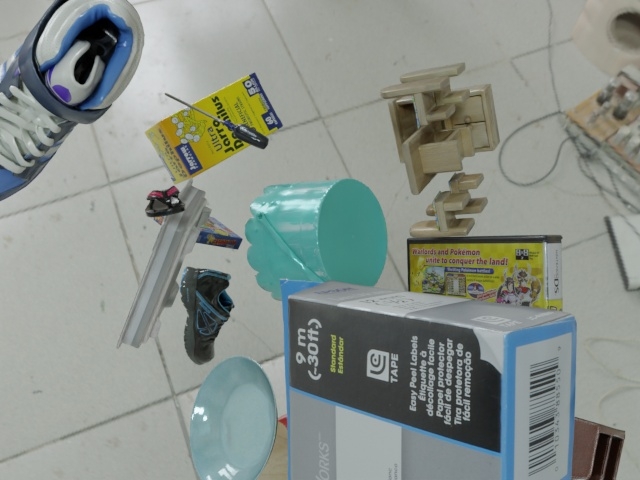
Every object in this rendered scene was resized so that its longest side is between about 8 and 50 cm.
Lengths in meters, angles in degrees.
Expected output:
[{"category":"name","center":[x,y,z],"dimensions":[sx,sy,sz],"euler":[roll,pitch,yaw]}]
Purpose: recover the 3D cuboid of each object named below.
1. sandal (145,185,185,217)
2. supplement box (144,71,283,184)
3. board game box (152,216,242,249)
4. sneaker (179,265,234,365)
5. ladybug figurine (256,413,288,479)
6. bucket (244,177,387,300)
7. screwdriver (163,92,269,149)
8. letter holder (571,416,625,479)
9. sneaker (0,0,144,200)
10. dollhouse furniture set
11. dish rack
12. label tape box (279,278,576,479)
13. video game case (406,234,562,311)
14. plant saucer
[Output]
[{"category":"sandal","center":[-0.274,-0.076,1.164],"dimensions":[0.067,0.040,0.179],"euler":[-10,20,-13]},{"category":"supplement box","center":[-0.334,-0.350,2.106],"dimensions":[0.356,0.195,0.194],"euler":[-35,104,-24]},{"category":"board game box","center":[-0.313,-0.032,1.702],"dimensions":[0.136,0.201,0.035],"euler":[34,104,38]},{"category":"sneaker","center":[-0.318,0.228,1.920],"dimensions":[0.139,0.341,0.125],"euler":[2,36,-1]},{"category":"ladybug figurine","center":[0.033,0.453,1.440],"dimensions":[0.448,0.305,0.162],"euler":[-3,43,-23]},{"category":"bucket","center":[0.000,0.000,1.399],"dimensions":[0.183,0.281,0.281],"euler":[-5,55,40]},{"category":"screwdriver","center":[-0.150,-0.179,0.968],"dimensions":[0.169,0.024,0.025],"euler":[31,108,2]},{"category":"letter holder","center":[0.488,0.485,1.505],"dimensions":[0.301,0.152,0.215],"euler":[7,78,46]},{"category":"sneaker","center":[-0.336,-0.163,0.784],"dimensions":[0.130,0.236,0.323],"euler":[44,80,-24]},{"category":"dollhouse furniture set","center":[0.154,-0.146,1.003],"dimensions":[0.160,0.212,0.242],"euler":[-2,24,30]},{"category":"dish rack","center":[-0.314,0.051,1.396],"dimensions":[0.072,0.285,0.333],"euler":[23,106,-9]},{"category":"label tape box","center":[0.047,0.174,0.618],"dimensions":[0.115,0.347,0.249],"euler":[-5,96,-45]},{"category":"video game case","center":[0.215,0.118,0.920],"dimensions":[0.035,0.274,0.249],"euler":[-1,90,-30]},{"category":"plant saucer","center":[-0.117,0.267,0.971],"dimensions":[0.037,0.195,0.195],"euler":[20,53,-42]}]
